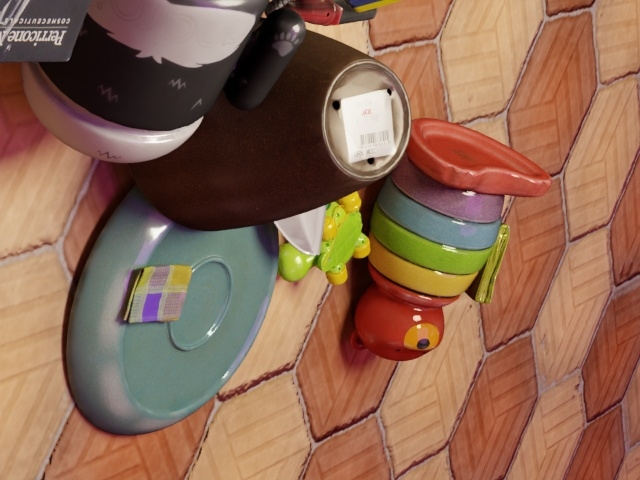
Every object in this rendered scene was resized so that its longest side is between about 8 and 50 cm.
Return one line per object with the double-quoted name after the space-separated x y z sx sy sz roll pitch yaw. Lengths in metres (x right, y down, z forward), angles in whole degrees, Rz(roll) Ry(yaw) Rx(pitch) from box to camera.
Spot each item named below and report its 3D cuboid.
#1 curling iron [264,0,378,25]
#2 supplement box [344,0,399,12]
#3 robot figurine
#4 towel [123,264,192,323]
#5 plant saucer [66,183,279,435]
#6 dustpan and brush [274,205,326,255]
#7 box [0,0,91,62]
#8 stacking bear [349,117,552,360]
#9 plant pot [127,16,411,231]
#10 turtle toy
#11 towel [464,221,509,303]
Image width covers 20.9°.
0.010 -0.229 1.668 0.068 0.035 0.274 -40 168 15 "curling iron"
0.064 -0.418 1.538 0.194 0.195 0.357 32 49 -60 "supplement box"
-0.142 -0.192 1.435 0.173 0.209 0.278 -30 159 -48 "robot figurine"
-0.155 0.052 1.675 0.083 0.009 0.060 3 107 -59 "towel"
-0.135 0.059 1.767 0.317 0.043 0.318 -38 140 -41 "plant saucer"
-0.050 -0.096 1.786 0.211 0.060 0.147 65 26 -51 "dustpan and brush"
-0.279 -0.290 1.135 0.343 0.179 0.313 -11 131 -56 "box"
0.127 0.015 2.082 0.175 0.164 0.289 5 115 -35 "stacking bear"
-0.031 -0.110 1.600 0.215 0.230 0.215 -4 96 -40 "plant pot"
0.000 0.000 1.946 0.130 0.066 0.095 -48 141 -34 "turtle toy"
0.206 0.019 2.219 0.237 0.021 0.102 -119 -133 -84 "towel"
